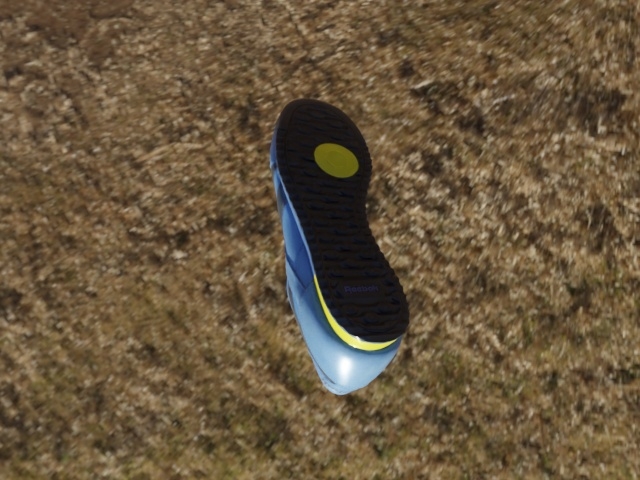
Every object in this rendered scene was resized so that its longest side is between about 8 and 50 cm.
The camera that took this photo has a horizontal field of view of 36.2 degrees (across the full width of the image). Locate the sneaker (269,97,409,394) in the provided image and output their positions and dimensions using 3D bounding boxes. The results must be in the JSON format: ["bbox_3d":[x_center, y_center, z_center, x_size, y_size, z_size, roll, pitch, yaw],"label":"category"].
[{"bbox_3d":[0.000,0.000,0.640,0.069,0.209,0.082,2,144,-21],"label":"sneaker"}]
